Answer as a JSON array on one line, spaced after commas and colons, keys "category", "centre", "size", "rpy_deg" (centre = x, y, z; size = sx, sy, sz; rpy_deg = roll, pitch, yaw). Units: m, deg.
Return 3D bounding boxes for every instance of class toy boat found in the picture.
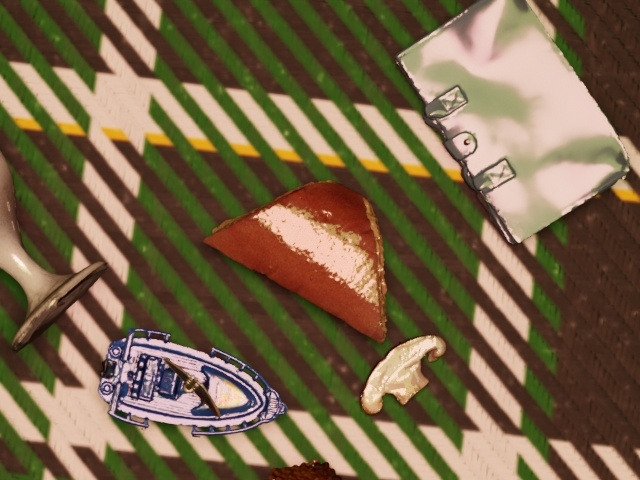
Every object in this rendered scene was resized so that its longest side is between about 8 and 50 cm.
[{"category": "toy boat", "centre": [-0.114, 0.134, 1.371], "size": [0.175, 0.110, 0.091], "rpy_deg": [13, 81, -4]}]

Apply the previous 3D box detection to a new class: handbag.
[{"category": "handbag", "centre": [0.183, -0.120, 1.461], "size": [0.144, 0.057, 0.221], "rpy_deg": [-33, 87, -1]}]

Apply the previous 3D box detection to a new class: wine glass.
[{"category": "wine glass", "centre": [-0.314, -0.021, 1.372], "size": [0.126, 0.126, 0.241], "rpy_deg": [-43, 90, -9]}]

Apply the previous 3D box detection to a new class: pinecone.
[{"category": "pinecone", "centre": [-0.020, 0.250, 1.375], "size": [0.102, 0.102, 0.109], "rpy_deg": [43, 109, 3]}]

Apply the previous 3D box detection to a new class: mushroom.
[{"category": "mushroom", "centre": [0.076, 0.125, 1.431], "size": [0.101, 0.019, 0.049], "rpy_deg": [-39, 86, -6]}]

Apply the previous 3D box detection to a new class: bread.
[{"category": "bread", "centre": [0.000, 0.000, 1.419], "size": [0.192, 0.067, 0.119], "rpy_deg": [28, 81, 0]}]
